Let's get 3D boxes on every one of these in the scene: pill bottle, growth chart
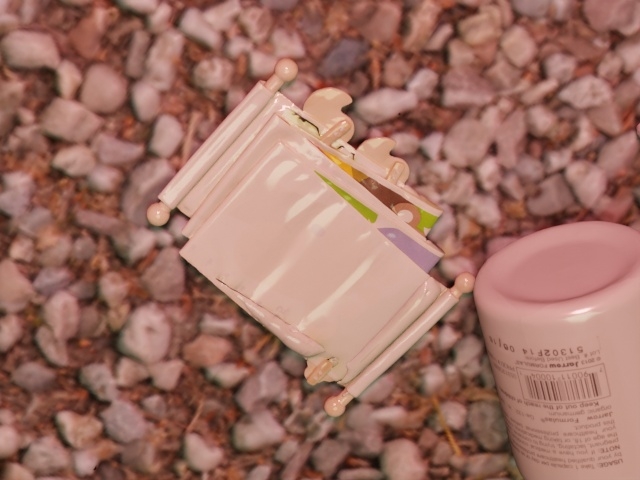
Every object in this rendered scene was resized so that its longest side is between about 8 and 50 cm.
[{"bbox_3d":[0.194,0.114,1.229,0.131,0.131,0.229,-16,115,0],"label":"pill bottle"},{"bbox_3d":[0.000,0.000,1.212,0.172,0.021,0.237,-39,113,10],"label":"growth chart"}]

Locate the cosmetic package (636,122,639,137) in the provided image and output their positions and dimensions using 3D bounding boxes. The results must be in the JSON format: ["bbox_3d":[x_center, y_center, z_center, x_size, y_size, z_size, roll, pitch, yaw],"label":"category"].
[{"bbox_3d":[0.353,-0.011,1.142,0.224,0.224,0.138,39,104,-22],"label":"cosmetic package"}]
